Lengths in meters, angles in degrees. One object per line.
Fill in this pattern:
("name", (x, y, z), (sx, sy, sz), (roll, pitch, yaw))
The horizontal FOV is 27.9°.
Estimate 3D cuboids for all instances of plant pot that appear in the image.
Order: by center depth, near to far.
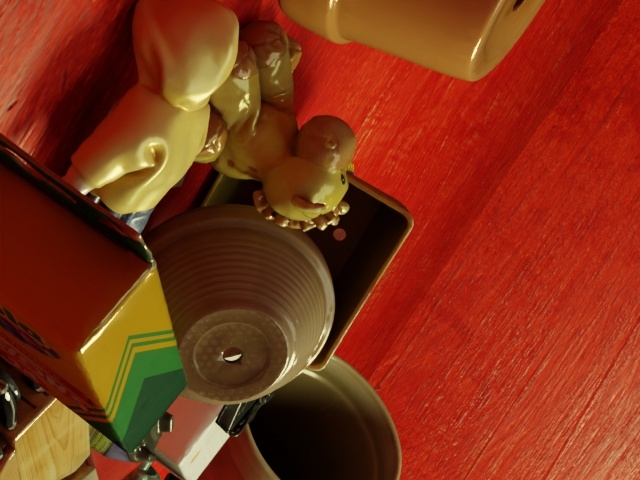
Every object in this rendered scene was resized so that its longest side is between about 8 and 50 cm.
("plant pot", (0.122, -0.294, 1.290), (0.291, 0.203, 0.291), (-50, 167, -17))
("plant pot", (-0.096, 0.089, 1.347), (0.237, 0.237, 0.110), (-60, -157, 21))
("plant pot", (-0.027, -0.011, 1.509), (0.212, 0.212, 0.187), (-59, -179, 15))
("plant pot", (-0.072, 0.375, 2.174), (0.280, 0.323, 0.323), (-44, 177, 38))

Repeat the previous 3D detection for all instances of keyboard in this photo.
("keyboard", (-0.074, 0.175, 1.777), (0.202, 0.033, 0.317), (-66, 170, 24))

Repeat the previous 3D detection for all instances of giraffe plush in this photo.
("giraffe plush", (-0.042, -0.090, 1.276), (0.181, 0.170, 0.210), (-41, 161, -50))

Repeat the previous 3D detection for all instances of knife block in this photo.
("knife block", (-0.268, 0.131, 1.195), (0.242, 0.088, 0.275), (-58, 167, 15))

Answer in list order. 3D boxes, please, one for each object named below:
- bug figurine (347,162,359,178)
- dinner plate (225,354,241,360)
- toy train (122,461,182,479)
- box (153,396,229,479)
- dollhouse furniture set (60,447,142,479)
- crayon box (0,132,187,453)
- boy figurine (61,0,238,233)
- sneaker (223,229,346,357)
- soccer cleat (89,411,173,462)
("bug figurine", (0.000, 0.000, 1.898), (0.279, 0.072, 0.216), (-58, 168, 10))
("dinner plate", (-0.107, 0.147, 2.012), (0.141, 0.017, 0.141), (-51, 168, -15))
("toy train", (-0.224, 0.390, 1.687), (0.142, 0.190, 0.334), (-57, -174, 4))
("box", (-0.186, 0.257, 1.822), (0.130, 0.091, 0.170), (-51, 167, -17))
("dollhouse furniture set", (-0.273, 0.337, 1.358), (0.374, 0.152, 0.201), (-33, 116, -59))
("crayon box", (-0.205, 0.027, 0.906), (0.081, 0.202, 0.318), (-51, 166, -19))
("boy figurine", (-0.157, -0.076, 1.069), (0.177, 0.092, 0.285), (-33, 154, -59))
("sneaker", (-0.065, 0.042, 1.721), (0.292, 0.108, 0.169), (-35, 161, -35))
("soccer cleat", (-0.232, 0.121, 1.292), (0.289, 0.121, 0.093), (81, 30, -44))
